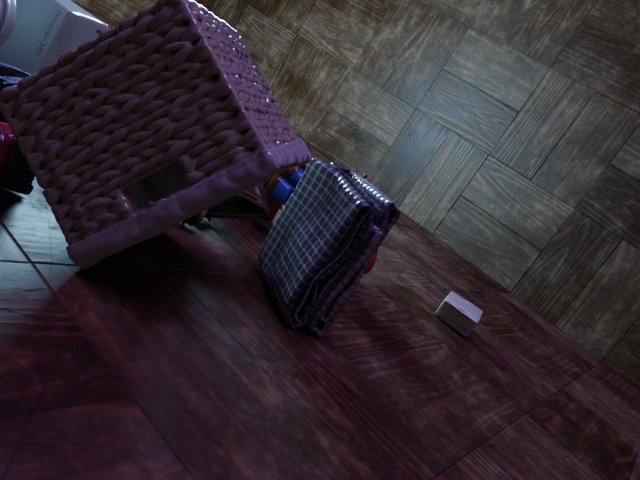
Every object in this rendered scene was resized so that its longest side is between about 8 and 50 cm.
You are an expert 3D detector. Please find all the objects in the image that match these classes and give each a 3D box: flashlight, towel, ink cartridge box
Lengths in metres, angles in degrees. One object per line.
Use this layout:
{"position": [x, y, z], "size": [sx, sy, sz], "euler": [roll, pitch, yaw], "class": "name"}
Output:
{"position": [-0.552, -0.159, 0.837], "size": [0.304, 0.103, 0.103], "euler": [21, 59, -31], "class": "flashlight"}
{"position": [0.000, 0.000, 1.118], "size": [0.121, 0.283, 0.235], "euler": [24, 15, -28], "class": "towel"}
{"position": [0.404, 0.215, 1.734], "size": [0.115, 0.067, 0.198], "euler": [36, 13, 14], "class": "ink cartridge box"}

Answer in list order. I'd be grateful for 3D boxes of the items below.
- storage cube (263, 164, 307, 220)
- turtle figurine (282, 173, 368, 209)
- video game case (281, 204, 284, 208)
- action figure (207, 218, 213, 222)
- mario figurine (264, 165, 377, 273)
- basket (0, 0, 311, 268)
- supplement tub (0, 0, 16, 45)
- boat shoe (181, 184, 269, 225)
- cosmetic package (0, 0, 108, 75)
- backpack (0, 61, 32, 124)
{"position": [-0.189, -0.189, 1.559], "size": [0.193, 0.183, 0.215], "euler": [20, 18, -46], "class": "storage cube"}
{"position": [0.005, -0.101, 1.636], "size": [0.217, 0.270, 0.087], "euler": [-90, 157, -48], "class": "turtle figurine"}
{"position": [-0.030, -0.073, 1.852], "size": [0.201, 0.023, 0.183], "euler": [36, 14, 8], "class": "video game case"}
{"position": [-0.252, -0.059, 1.294], "size": [0.038, 0.030, 0.115], "euler": [31, 18, 14], "class": "action figure"}
{"position": [0.000, -0.027, 1.456], "size": [0.320, 0.198, 0.170], "euler": [43, -4, 14], "class": "mario figurine"}
{"position": [-0.228, -0.163, 0.919], "size": [0.266, 0.329, 0.331], "euler": [64, 11, -6], "class": "basket"}
{"position": [-0.778, -0.479, 1.121], "size": [0.241, 0.241, 0.331], "euler": [34, 14, 5], "class": "supplement tub"}
{"position": [-0.255, -0.094, 1.198], "size": [0.342, 0.123, 0.123], "euler": [8, 45, -39], "class": "boat shoe"}
{"position": [-0.759, -0.559, 1.501], "size": [0.385, 0.217, 0.156], "euler": [34, 13, 15], "class": "cosmetic package"}
{"position": [-0.565, -0.253, 1.073], "size": [0.158, 0.116, 0.173], "euler": [40, 16, 26], "class": "backpack"}
